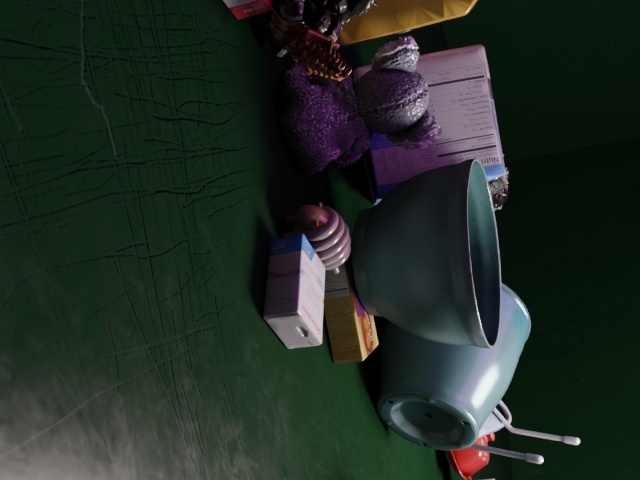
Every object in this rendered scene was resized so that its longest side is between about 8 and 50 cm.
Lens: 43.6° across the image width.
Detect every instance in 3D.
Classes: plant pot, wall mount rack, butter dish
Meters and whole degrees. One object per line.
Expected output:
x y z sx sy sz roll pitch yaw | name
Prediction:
0.223 0.228 1.463 0.255 0.271 0.272 -64 143 -38 | plant pot
0.393 0.394 1.791 0.350 0.130 0.304 -1 41 -51 | wall mount rack
0.165 0.028 1.264 0.293 0.196 0.293 -5 90 -70 | plant pot
0.352 0.475 1.885 0.160 0.118 0.160 49 18 -58 | butter dish

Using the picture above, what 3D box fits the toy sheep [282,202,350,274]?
0.000 0.000 1.130 0.132 0.091 0.091 63 24 -44 | toy sheep

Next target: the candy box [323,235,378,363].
0.041 0.090 1.268 0.109 0.053 0.187 -18 99 -72 | candy box

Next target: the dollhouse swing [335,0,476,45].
0.126 -0.541 1.399 0.315 0.346 0.305 -65 141 -62 | dollhouse swing

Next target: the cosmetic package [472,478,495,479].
0.343 0.661 1.778 0.238 0.127 0.107 -81 154 -42 | cosmetic package

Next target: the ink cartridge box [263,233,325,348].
-0.032 0.068 1.048 0.088 0.052 0.122 59 26 -48 | ink cartridge box

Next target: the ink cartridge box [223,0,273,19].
-0.112 -0.368 1.036 0.135 0.056 0.099 41 43 -65 | ink cartridge box

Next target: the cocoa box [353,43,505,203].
0.190 -0.197 1.496 0.347 0.231 0.228 -6 86 -87 | cocoa box

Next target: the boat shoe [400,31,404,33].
0.141 -0.637 1.911 0.097 0.116 0.324 -65 138 -54 | boat shoe

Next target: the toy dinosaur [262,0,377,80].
0.000 -0.324 1.098 0.164 0.218 0.322 -2 50 -46 | toy dinosaur

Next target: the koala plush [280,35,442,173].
0.066 -0.203 1.230 0.203 0.221 0.196 -55 133 -66 | koala plush

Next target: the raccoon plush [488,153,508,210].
0.281 -0.115 2.065 0.216 0.299 0.446 66 -16 5 | raccoon plush

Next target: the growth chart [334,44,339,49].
0.012 -0.506 1.575 0.172 0.021 0.237 59 27 -51 | growth chart
